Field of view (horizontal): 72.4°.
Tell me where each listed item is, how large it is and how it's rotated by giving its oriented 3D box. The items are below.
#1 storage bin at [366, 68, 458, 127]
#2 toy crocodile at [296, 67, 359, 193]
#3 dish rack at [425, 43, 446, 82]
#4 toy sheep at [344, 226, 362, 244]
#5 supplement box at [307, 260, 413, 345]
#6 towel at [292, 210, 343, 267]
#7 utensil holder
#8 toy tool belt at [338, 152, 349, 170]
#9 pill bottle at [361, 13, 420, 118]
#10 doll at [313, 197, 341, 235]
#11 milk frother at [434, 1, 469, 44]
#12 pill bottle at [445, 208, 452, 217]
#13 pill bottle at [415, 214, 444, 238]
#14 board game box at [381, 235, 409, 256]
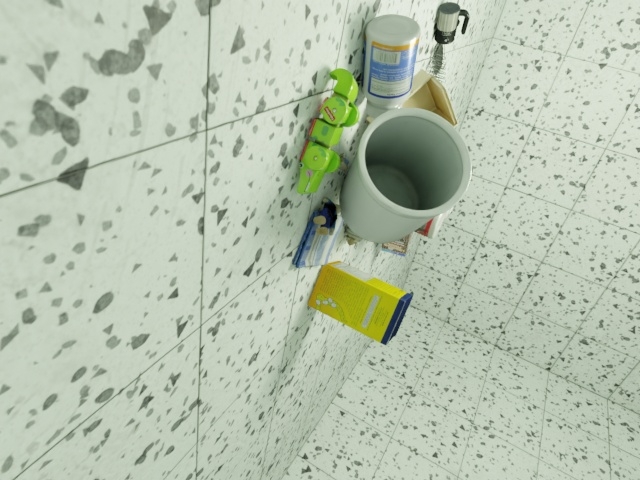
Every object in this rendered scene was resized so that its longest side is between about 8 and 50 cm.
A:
[{"bbox_3d":[0.325,-0.422,1.550,0.262,0.123,0.260,-40,151,11],"label":"storage bin"},{"bbox_3d":[0.013,-0.280,1.162,0.115,0.105,0.341,-21,137,-65],"label":"toy crocodile"},{"bbox_3d":[0.513,-0.734,1.963,0.272,0.074,0.208,-64,162,-6],"label":"dish rack"},{"bbox_3d":[0.146,-0.040,1.811,0.132,0.091,0.091,-65,162,16],"label":"toy sheep"},{"bbox_3d":[0.163,0.242,1.776,0.195,0.356,0.194,-68,161,8],"label":"supplement box"},{"bbox_3d":[0.000,0.000,1.548,0.209,0.034,0.285,-68,161,6],"label":"towel"},{"bbox_3d":[0.237,-0.176,1.388,0.328,0.327,0.385,-60,180,-17],"label":"utensil holder"},{"bbox_3d":[0.072,-0.253,1.405,0.051,0.052,0.083,-61,163,12],"label":"toy tool belt"},{"bbox_3d":[0.200,-0.498,1.289,0.152,0.152,0.272,-54,158,-31],"label":"pill bottle"},{"bbox_3d":[0.027,-0.076,1.438,0.189,0.046,0.129,-54,135,-61],"label":"doll"},{"bbox_3d":[0.526,-0.906,1.785,0.135,0.129,0.143,82,-6,-58],"label":"milk frother"},{"bbox_3d":[0.497,-0.236,2.139,0.181,0.322,0.181,-53,158,-33],"label":"pill bottle"},{"bbox_3d":[0.406,-0.146,2.013,0.176,0.318,0.176,-52,157,-33],"label":"pill bottle"},{"bbox_3d":[0.439,-0.095,2.388,0.291,0.141,0.232,85,25,-55],"label":"board game box"}]
